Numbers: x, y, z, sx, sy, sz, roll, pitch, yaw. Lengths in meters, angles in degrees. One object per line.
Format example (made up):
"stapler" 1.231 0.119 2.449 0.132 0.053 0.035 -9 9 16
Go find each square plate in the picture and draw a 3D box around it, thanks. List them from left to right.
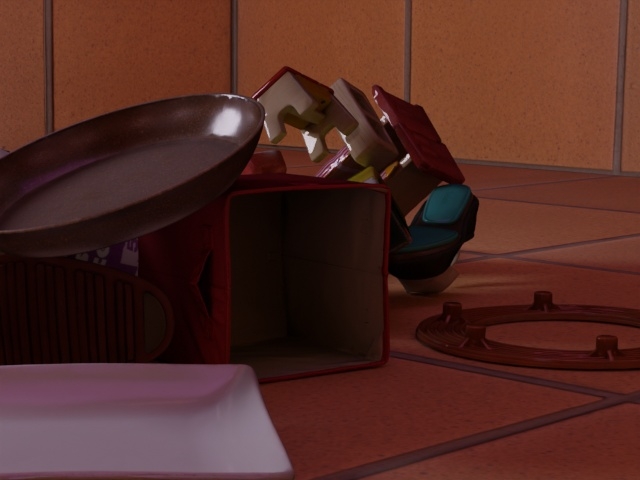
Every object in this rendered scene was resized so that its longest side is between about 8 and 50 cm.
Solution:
"square plate" -0.207 0.148 1.164 0.344 0.049 0.347 -1 7 -7

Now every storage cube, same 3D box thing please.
"storage cube" -0.063 0.029 1.567 0.215 0.184 0.193 -5 8 -33

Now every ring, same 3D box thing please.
"ring" 0.271 0.091 1.703 0.336 0.032 0.336 1 7 0

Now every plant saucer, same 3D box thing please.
"plant saucer" -0.195 -0.059 1.483 0.310 0.050 0.310 -14 23 6

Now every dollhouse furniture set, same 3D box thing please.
"dollhouse furniture set" 0.000 -0.115 2.082 0.374 0.201 0.152 22 33 -50

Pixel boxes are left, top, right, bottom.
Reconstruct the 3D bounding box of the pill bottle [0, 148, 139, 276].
"pill bottle" -0.325 -0.007 1.668 0.169 0.169 0.301 6 -4 36

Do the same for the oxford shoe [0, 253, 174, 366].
"oxford shoe" -0.306 0.068 1.511 0.348 0.123 0.130 2 2 5

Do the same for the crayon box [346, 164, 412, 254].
"crayon box" 0.000 0.000 1.864 0.202 0.081 0.318 -30 6 5

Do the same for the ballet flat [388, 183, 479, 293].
"ballet flat" 0.146 0.011 2.011 0.095 0.096 0.280 5 21 24
